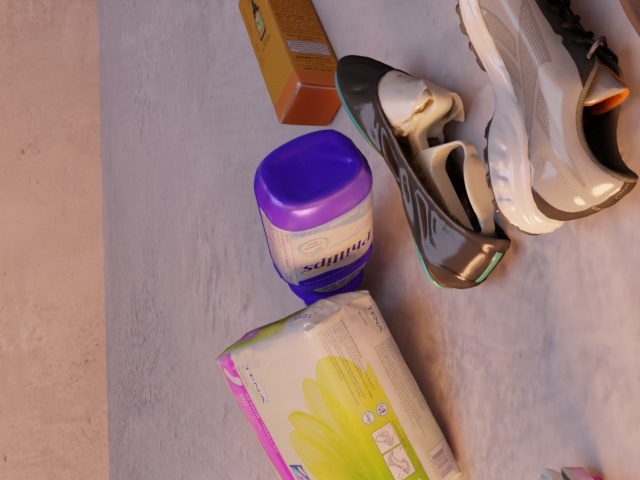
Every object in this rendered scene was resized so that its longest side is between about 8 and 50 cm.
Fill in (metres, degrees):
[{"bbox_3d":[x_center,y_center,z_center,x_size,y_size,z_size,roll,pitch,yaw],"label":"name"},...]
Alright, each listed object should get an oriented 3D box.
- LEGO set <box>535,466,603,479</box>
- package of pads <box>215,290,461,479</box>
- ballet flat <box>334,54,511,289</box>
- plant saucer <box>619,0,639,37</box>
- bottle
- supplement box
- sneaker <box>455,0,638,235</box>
[{"bbox_3d":[0.217,0.330,0.579,0.132,0.107,0.286,-65,-24,-73],"label":"LEGO set"},{"bbox_3d":[0.005,0.189,0.859,0.229,0.101,0.296,63,149,1],"label":"package of pads"},{"bbox_3d":[0.107,-0.089,0.723,0.096,0.095,0.280,-42,66,44],"label":"ballet flat"},{"bbox_3d":[0.234,-0.218,0.407,0.278,0.041,0.277,164,90,-86],"label":"plant saucer"},{"bbox_3d":[0.000,0.000,0.825,0.092,0.118,0.282,56,166,28],"label":"bottle"},{"bbox_3d":[-0.042,-0.264,0.989,0.078,0.080,0.233,-56,47,48],"label":"supplement box"},{"bbox_3d":[0.181,-0.145,0.578,0.108,0.100,0.271,-17,81,47],"label":"sneaker"}]
